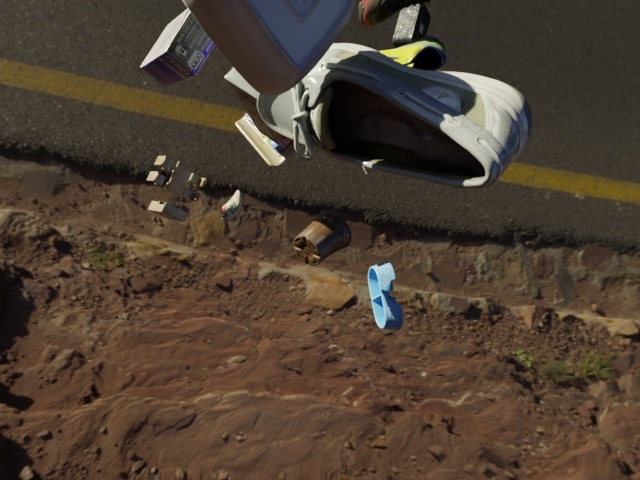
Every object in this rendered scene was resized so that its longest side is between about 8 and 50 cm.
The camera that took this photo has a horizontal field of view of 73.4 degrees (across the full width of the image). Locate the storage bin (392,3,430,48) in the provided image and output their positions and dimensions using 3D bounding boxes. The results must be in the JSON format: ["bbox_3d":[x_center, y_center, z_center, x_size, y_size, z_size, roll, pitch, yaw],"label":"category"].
[{"bbox_3d":[0.372,-0.857,1.744,0.084,0.122,0.180,16,90,32],"label":"storage bin"}]

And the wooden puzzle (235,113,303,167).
[{"bbox_3d":[-0.149,-0.503,1.724,0.347,0.080,0.322,-40,63,1],"label":"wooden puzzle"}]

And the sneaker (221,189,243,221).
[{"bbox_3d":[-0.386,-0.148,1.858,0.075,0.161,0.057,1,42,-29],"label":"sneaker"}]

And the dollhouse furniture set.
[{"bbox_3d":[-0.617,-0.216,1.842,0.212,0.160,0.242,30,77,-42],"label":"dollhouse furniture set"}]

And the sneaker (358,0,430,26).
[{"bbox_3d":[0.215,-0.639,1.086,0.276,0.097,0.135,-36,63,28],"label":"sneaker"}]

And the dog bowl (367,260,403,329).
[{"bbox_3d":[0.270,0.237,1.827,0.073,0.166,0.298,-5,73,-13],"label":"dog bowl"}]

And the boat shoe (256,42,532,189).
[{"bbox_3d":[0.046,-0.130,0.458,0.320,0.118,0.103,23,46,28],"label":"boat shoe"}]

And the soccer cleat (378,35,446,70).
[{"bbox_3d":[0.197,-0.462,1.158,0.288,0.093,0.121,-20,46,10],"label":"soccer cleat"}]

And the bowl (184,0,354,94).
[{"bbox_3d":[-0.031,-0.214,0.373,0.053,0.142,0.142,28,79,42],"label":"bowl"}]

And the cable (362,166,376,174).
[{"bbox_3d":[0.308,-0.385,1.956,0.257,0.257,0.089,-24,95,17],"label":"cable"}]

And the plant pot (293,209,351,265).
[{"bbox_3d":[0.000,0.000,1.565,0.167,0.167,0.165,46,52,5],"label":"plant pot"}]

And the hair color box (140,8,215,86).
[{"bbox_3d":[-0.437,-0.602,1.341,0.110,0.338,0.185,34,82,-33],"label":"hair color box"}]

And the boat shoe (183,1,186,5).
[{"bbox_3d":[-0.262,-0.564,0.934,0.112,0.095,0.335,-33,86,-1],"label":"boat shoe"}]

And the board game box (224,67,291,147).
[{"bbox_3d":[-0.083,-0.380,1.034,0.097,0.303,0.224,37,88,11],"label":"board game box"}]
